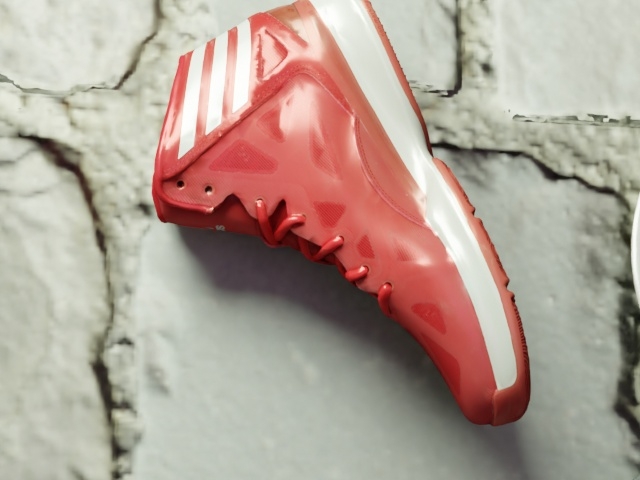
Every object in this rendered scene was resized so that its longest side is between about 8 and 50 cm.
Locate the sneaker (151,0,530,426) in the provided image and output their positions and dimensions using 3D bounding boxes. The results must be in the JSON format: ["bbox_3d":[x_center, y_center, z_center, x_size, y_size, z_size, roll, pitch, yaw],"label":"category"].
[{"bbox_3d":[0.000,0.000,0.806,0.128,0.087,0.221,-23,72,-6],"label":"sneaker"}]

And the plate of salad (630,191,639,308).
[{"bbox_3d":[0.240,0.022,0.858,0.200,0.048,0.199,5,68,-13],"label":"plate of salad"}]

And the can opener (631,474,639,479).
[{"bbox_3d":[0.099,0.174,0.797,0.280,0.074,0.093,-17,48,-16],"label":"can opener"}]
